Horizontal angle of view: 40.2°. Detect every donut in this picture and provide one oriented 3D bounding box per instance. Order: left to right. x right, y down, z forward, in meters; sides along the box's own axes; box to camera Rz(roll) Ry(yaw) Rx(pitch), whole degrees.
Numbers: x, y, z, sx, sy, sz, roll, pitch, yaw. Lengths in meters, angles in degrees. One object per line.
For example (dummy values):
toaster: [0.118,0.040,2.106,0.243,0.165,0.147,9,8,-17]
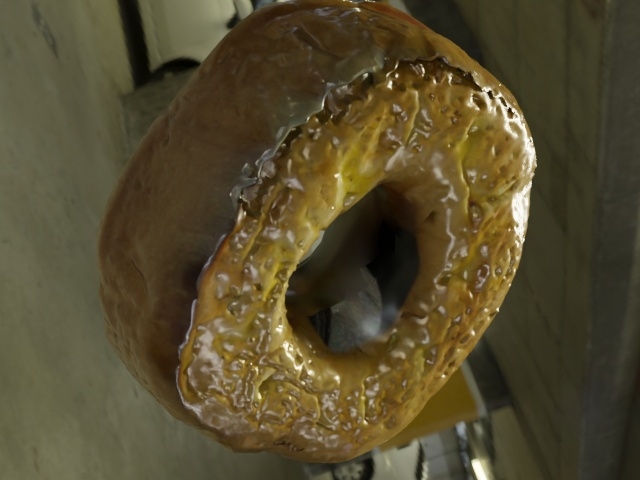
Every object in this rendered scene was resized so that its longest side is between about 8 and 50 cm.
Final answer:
donut: [0.000,0.000,0.601,0.150,0.299,0.317,-138,-138,-55]
